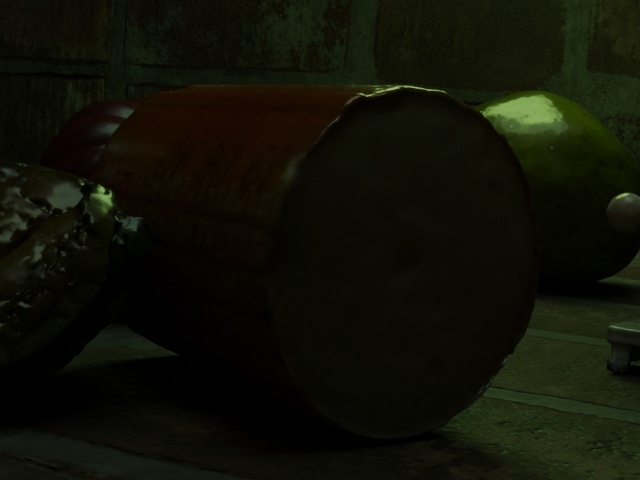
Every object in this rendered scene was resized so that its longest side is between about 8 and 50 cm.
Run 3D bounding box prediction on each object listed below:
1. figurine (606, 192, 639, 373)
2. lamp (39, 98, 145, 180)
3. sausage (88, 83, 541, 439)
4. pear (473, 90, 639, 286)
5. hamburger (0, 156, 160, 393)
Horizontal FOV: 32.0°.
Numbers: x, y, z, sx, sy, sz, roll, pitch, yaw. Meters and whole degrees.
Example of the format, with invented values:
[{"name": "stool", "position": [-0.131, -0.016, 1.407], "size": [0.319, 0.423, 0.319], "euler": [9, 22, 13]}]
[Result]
[{"name": "figurine", "position": [0.346, -0.001, 0.995], "size": [0.145, 0.256, 0.182], "euler": [-2, 11, -40]}, {"name": "lamp", "position": [-0.178, -0.032, 1.111], "size": [0.227, 0.226, 0.227], "euler": [5, 5, 0]}, {"name": "sausage", "position": [-0.015, 0.001, 0.806], "size": [0.233, 0.233, 0.287], "euler": [2, 6, -32]}, {"name": "pear", "position": [0.340, -0.059, 1.637], "size": [0.375, 0.287, 0.287], "euler": [25, -6, -31]}, {"name": "hamburger", "position": [-0.223, 0.018, 0.735], "size": [0.183, 0.130, 0.206], "euler": [-43, 33, -25]}]
